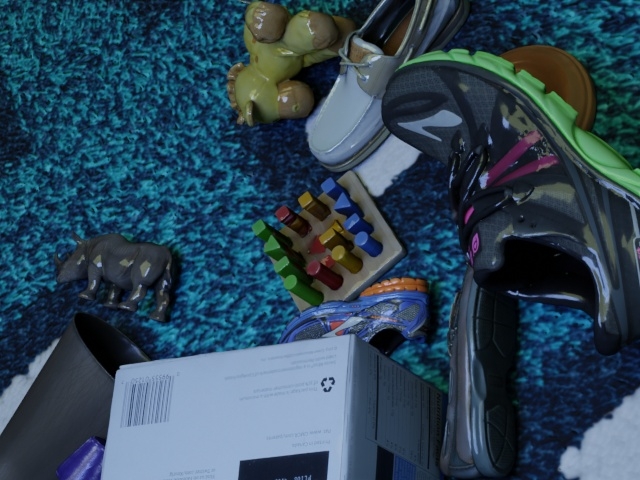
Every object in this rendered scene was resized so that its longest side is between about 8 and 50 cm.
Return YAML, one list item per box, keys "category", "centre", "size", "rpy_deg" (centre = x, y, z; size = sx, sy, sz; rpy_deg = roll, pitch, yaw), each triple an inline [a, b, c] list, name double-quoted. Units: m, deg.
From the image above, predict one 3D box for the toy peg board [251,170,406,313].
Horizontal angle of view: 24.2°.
- category: "toy peg board"
  centre: [0.000, 0.000, 1.935]
  size: [0.161, 0.079, 0.161]
  rpy_deg: [-41, 51, 12]

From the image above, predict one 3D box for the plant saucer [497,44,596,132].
- category: "plant saucer"
  centre: [0.247, -0.159, 1.868]
  size: [0.200, 0.037, 0.200]
  rpy_deg: [-16, 60, 29]

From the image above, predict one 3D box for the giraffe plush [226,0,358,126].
- category: "giraffe plush"
  centre: [-0.061, -0.237, 2.057]
  size: [0.210, 0.181, 0.170]
  rpy_deg: [15, 98, 28]

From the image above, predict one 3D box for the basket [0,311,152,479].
- category: "basket"
  centre: [-0.331, 0.245, 2.007]
  size: [0.227, 0.154, 0.204]
  rpy_deg: [-48, 61, 11]

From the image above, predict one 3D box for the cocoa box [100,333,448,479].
- category: "cocoa box"
  centre: [-0.053, 0.268, 1.742]
  size: [0.347, 0.228, 0.231]
  rpy_deg: [-11, 62, 32]

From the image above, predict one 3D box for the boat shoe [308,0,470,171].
- category: "boat shoe"
  centre: [0.072, -0.236, 1.984]
  size: [0.113, 0.103, 0.302]
  rpy_deg: [33, 89, 41]

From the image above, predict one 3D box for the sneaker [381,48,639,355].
- category: "sneaker"
  centre: [0.218, -0.053, 1.683]
  size: [0.202, 0.185, 0.483]
  rpy_deg: [-39, 53, -12]

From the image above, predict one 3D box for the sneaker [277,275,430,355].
- category: "sneaker"
  centre: [0.040, 0.117, 1.853]
  size: [0.221, 0.083, 0.087]
  rpy_deg: [-25, 64, 28]

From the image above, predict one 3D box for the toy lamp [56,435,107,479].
- category: "toy lamp"
  centre: [-0.347, 0.375, 1.906]
  size: [0.080, 0.080, 0.274]
  rpy_deg: [34, 89, 41]

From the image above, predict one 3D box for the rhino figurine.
- category: "rhino figurine"
  centre: [-0.298, 0.041, 2.131]
  size: [0.243, 0.073, 0.106]
  rpy_deg: [12, 79, 40]

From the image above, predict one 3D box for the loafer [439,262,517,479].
- category: "loafer"
  centre: [0.173, 0.146, 1.737]
  size: [0.084, 0.096, 0.267]
  rpy_deg: [-15, 62, 36]
